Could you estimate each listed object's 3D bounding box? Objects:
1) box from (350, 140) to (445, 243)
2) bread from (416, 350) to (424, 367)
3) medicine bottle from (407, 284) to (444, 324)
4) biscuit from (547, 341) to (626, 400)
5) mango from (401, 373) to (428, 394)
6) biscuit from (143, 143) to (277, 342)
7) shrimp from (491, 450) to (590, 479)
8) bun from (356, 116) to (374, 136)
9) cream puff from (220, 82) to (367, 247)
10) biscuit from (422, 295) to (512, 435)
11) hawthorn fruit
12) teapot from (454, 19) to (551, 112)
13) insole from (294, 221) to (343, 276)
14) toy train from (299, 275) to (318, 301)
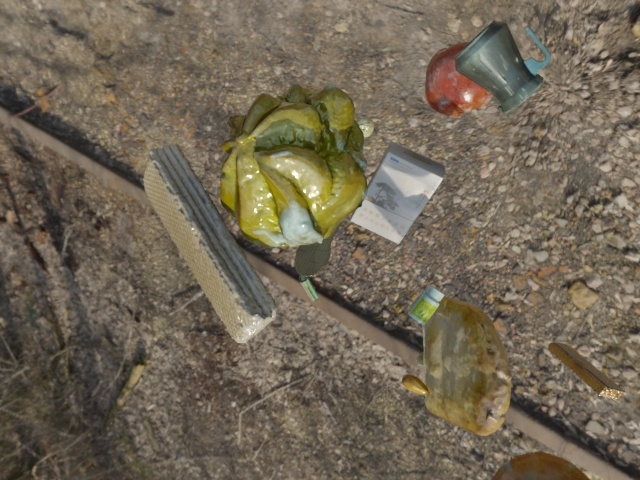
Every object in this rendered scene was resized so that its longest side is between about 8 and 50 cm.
[{"bbox_3d":[0.189,-0.115,1.088,0.149,0.067,0.233,24,131,-3],"label":"box"},{"bbox_3d":[0.585,0.550,2.075,0.266,0.267,0.041,-18,89,33],"label":"bread"},{"bbox_3d":[0.236,0.143,0.961,0.047,0.047,0.083,36,96,14],"label":"medicine bottle"},{"bbox_3d":[1.086,0.529,1.779,0.094,0.379,0.054,15,104,-8],"label":"biscuit"},{"bbox_3d":[0.299,0.456,1.356,0.089,0.060,0.046,28,75,28],"label":"mango"},{"bbox_3d":[-0.233,0.005,0.883,0.426,0.078,0.144,56,143,11],"label":"biscuit"},{"bbox_3d":[0.286,0.372,0.485,0.150,0.068,0.249,-27,50,3],"label":"shrimp"},{"bbox_3d":[0.181,-0.478,1.813,0.086,0.055,0.086,5,105,20],"label":"bun"},{"bbox_3d":[-0.077,-0.160,0.887,0.378,0.275,0.379,-35,45,46],"label":"cream puff"},{"bbox_3d":[0.464,0.396,1.406,0.446,0.103,0.430,154,114,-73],"label":"biscuit"},{"bbox_3d":[0.527,-0.599,1.625,0.284,0.284,0.285,10,112,26],"label":"hawthorn fruit"},{"bbox_3d":[0.523,-0.501,1.227,0.225,0.171,0.203,45,128,-7],"label":"teapot"},{"bbox_3d":[0.000,0.000,1.502,0.118,0.348,0.009,16,136,15],"label":"insole"},{"bbox_3d":[-0.050,0.188,1.777,0.038,0.071,0.148,-22,133,5],"label":"toy train"}]
